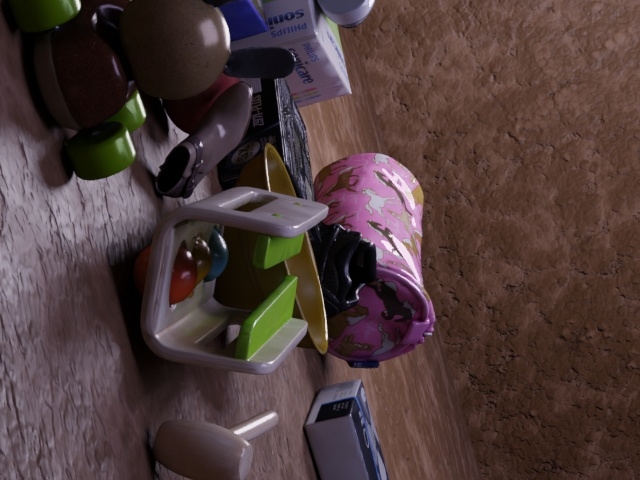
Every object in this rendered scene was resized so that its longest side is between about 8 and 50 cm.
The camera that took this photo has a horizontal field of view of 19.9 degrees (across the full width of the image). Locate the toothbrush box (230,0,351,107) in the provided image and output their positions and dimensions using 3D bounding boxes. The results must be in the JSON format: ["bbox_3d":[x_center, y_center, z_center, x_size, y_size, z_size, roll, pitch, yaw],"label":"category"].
[{"bbox_3d":[-0.061,-0.334,2.343,0.206,0.122,0.283,51,24,-69],"label":"toothbrush box"}]

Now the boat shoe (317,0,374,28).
[{"bbox_3d":[0.035,-0.320,2.305,0.228,0.080,0.076,-104,173,-54],"label":"boat shoe"}]

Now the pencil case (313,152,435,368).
[{"bbox_3d":[0.066,0.017,2.463,0.386,0.160,0.167,-90,162,-63],"label":"pencil case"}]

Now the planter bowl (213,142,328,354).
[{"bbox_3d":[-0.064,0.019,1.812,0.217,0.090,0.217,-15,90,-84],"label":"planter bowl"}]

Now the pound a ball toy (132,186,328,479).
[{"bbox_3d":[-0.090,0.067,1.549,0.319,0.135,0.208,-39,139,-81],"label":"pound a ball toy"}]

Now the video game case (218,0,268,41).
[{"bbox_3d":[-0.141,-0.389,2.110,0.269,0.061,0.244,51,25,-70],"label":"video game case"}]

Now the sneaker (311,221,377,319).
[{"bbox_3d":[0.000,0.000,2.157,0.087,0.130,0.227,69,8,-47],"label":"sneaker"}]

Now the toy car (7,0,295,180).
[{"bbox_3d":[-0.120,-0.156,1.401,0.149,0.188,0.155,-88,162,-63],"label":"toy car"}]

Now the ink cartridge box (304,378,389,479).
[{"bbox_3d":[0.060,0.346,2.186,0.165,0.065,0.333,-67,142,-78],"label":"ink cartridge box"}]

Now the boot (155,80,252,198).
[{"bbox_3d":[-0.109,-0.090,1.681,0.118,0.042,0.087,-63,167,19],"label":"boot"}]

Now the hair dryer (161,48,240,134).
[{"bbox_3d":[-0.142,-0.208,1.776,0.293,0.080,0.224,-128,-164,-70],"label":"hair dryer"}]

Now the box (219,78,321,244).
[{"bbox_3d":[-0.062,-0.099,2.076,0.147,0.077,0.180,65,14,-51],"label":"box"}]
